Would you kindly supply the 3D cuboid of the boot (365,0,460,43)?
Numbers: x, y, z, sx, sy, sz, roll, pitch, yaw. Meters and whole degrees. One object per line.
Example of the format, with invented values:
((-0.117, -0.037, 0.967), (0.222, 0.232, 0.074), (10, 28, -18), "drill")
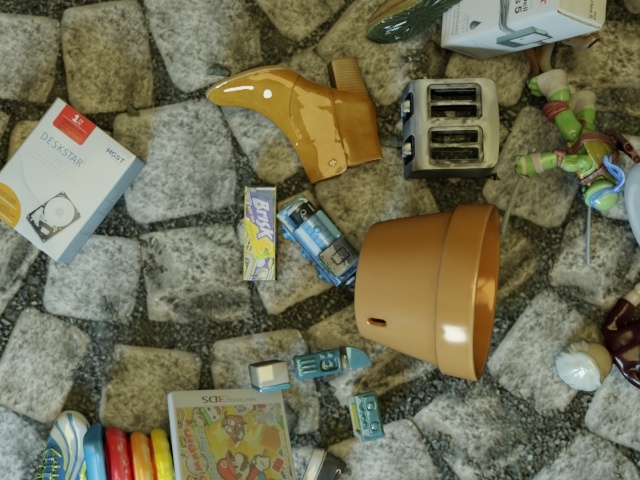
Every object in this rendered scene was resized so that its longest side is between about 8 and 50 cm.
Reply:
((0.165, -0.519, 1.583), (0.236, 0.089, 0.270), (-24, 64, 35), "boot")

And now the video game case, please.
((-0.145, 0.360, 1.472), (0.206, 0.026, 0.227), (2, 62, -26), "video game case")

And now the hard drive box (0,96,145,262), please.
((-0.459, -0.105, 1.565), (0.181, 0.089, 0.232), (36, 86, 3), "hard drive box")

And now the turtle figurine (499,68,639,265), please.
((0.410, -0.136, 1.513), (0.197, 0.275, 0.266), (3, 59, -7), "turtle figurine")

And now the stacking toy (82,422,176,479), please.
((-0.245, 0.383, 1.509), (0.301, 0.175, 0.166), (-9, 94, -14), "stacking toy")

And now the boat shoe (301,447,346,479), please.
((-0.016, 0.480, 1.522), (0.076, 0.080, 0.229), (21, 79, 4), "boat shoe")

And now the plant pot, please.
((0.179, 0.075, 1.461), (0.203, 0.291, 0.291), (6, 85, 17), "plant pot")

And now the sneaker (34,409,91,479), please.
((-0.451, 0.417, 1.504), (0.091, 0.126, 0.240), (6, 86, 1), "sneaker")

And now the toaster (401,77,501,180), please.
((0.234, -0.194, 1.551), (0.185, 0.110, 0.168), (-1, 86, 1), "toaster")

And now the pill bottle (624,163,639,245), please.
((0.705, -0.082, 1.500), (0.322, 0.181, 0.182), (-12, 85, -1), "pill bottle")

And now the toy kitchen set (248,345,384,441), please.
((-0.003, 0.274, 1.492), (0.207, 0.122, 0.166), (-10, 86, -11), "toy kitchen set")

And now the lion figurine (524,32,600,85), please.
((0.469, -0.471, 1.558), (0.392, 0.142, 0.240), (-34, 79, 2), "lion figurine")

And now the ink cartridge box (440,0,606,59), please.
((0.341, -0.436, 1.482), (0.114, 0.272, 0.199), (9, 84, -34), "ink cartridge box")

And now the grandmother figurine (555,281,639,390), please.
((0.580, 0.179, 1.528), (0.342, 0.104, 0.208), (-19, 58, 2), "grandmother figurine")

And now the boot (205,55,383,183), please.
((-0.044, -0.202, 1.559), (0.295, 0.104, 0.211), (-11, 85, -4), "boot")

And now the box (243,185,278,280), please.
((-0.106, -0.012, 1.569), (0.059, 0.054, 0.169), (0, 85, 1), "box")

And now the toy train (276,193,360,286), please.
((0.000, 0.000, 1.537), (0.080, 0.105, 0.184), (-39, 87, -12), "toy train")
